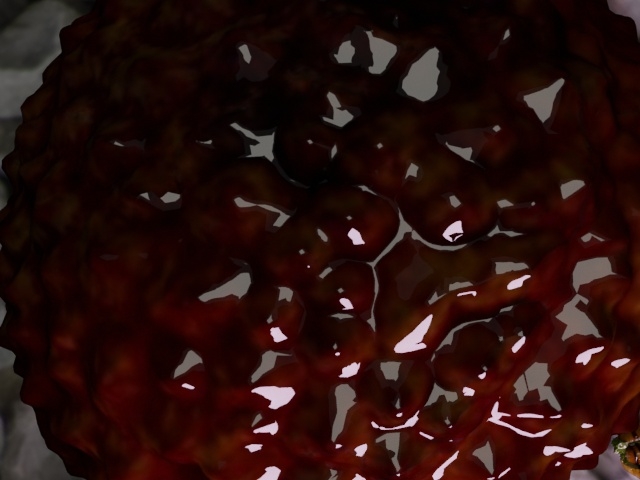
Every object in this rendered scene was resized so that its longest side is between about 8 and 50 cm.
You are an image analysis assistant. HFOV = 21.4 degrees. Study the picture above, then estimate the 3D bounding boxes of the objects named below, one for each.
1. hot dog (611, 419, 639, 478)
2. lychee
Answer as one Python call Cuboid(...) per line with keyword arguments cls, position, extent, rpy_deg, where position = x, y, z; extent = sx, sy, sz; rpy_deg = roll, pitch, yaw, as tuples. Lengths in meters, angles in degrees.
Cuboid(cls="hot dog", position=(0.269, 0.140, 1.203), extent=(0.122, 0.037, 0.049), rpy_deg=(-16, 93, 1))
Cuboid(cls="lychee", position=(0.000, 0.000, 1.025), extent=(0.424, 0.500, 0.425), rpy_deg=(2, 87, -38))
